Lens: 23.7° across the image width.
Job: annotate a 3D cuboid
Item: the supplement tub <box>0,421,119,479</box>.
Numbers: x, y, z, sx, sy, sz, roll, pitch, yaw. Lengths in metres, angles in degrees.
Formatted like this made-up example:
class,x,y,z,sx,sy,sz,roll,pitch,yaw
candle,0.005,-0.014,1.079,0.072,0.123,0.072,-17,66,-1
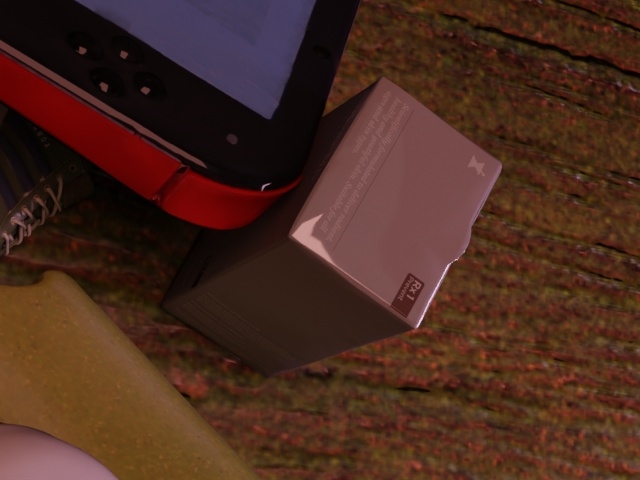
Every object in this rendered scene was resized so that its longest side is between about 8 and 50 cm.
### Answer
class,x,y,z,sx,sy,sz,roll,pitch,yaw
supplement tub,-0.254,0.171,0.672,0.228,0.316,0.228,-19,113,-56

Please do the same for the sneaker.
class,x,y,z,sx,sy,sz,roll,pitch,yaw
sneaker,-0.191,-0.039,1.001,0.086,0.064,0.192,18,66,-12

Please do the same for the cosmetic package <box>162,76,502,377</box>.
class,x,y,z,sx,sy,sz,roll,pitch,yaw
cosmetic package,0.000,0.000,0.975,0.107,0.238,0.127,34,65,-11

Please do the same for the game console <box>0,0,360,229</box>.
class,x,y,z,sx,sy,sz,roll,pitch,yaw
game console,-0.137,-0.192,0.966,0.342,0.060,0.386,35,31,-12

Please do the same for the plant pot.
class,x,y,z,sx,sy,sz,roll,pitch,yaw
plant pot,-0.150,0.167,0.873,0.276,0.276,0.254,-31,78,-27
